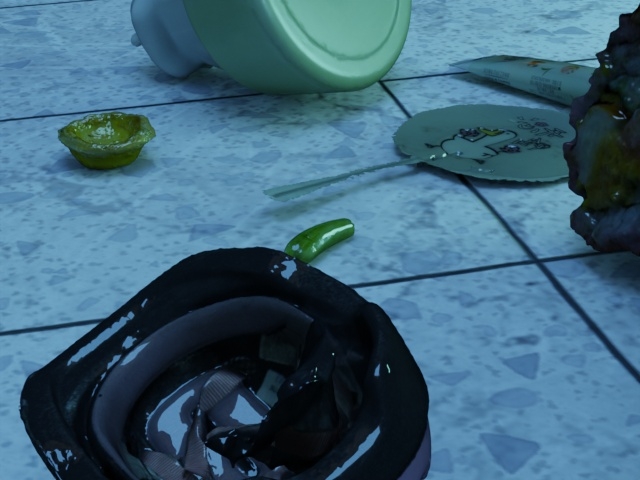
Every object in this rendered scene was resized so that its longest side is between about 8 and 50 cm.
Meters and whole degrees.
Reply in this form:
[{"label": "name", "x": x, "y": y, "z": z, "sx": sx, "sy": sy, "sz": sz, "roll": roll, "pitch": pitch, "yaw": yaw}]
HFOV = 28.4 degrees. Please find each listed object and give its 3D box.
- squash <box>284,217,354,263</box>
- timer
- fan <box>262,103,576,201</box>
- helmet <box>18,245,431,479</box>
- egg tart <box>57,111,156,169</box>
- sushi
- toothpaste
[{"label": "squash", "x": -0.001, "y": -0.001, "z": 1.099, "sx": 0.027, "sy": 0.027, "sz": 0.089, "roll": 15, "pitch": 29, "yaw": 31}, {"label": "timer", "x": -0.097, "y": -0.286, "z": 1.490, "sx": 0.315, "sy": 0.290, "sz": 0.291, "roll": -11, "pitch": 14, "yaw": 41}, {"label": "fan", "x": 0.120, "y": -0.084, "z": 1.275, "sx": 0.415, "sy": 0.012, "sz": 0.233, "roll": -14, "pitch": 27, "yaw": -30}, {"label": "helmet", "x": -0.041, "y": 0.115, "z": 0.722, "sx": 0.198, "sy": 0.154, "sz": 0.253, "roll": -40, "pitch": 22, "yaw": -24}, {"label": "egg tart", "x": -0.220, "y": -0.101, "z": 1.302, "sx": 0.105, "sy": 0.039, "sz": 0.105, "roll": -1, "pitch": 25, "yaw": 1}, {"label": "sushi", "x": 0.325, "y": -0.070, "z": 1.005, "sx": 0.171, "sy": 0.236, "sz": 0.270, "roll": 7, "pitch": -9, "yaw": -27}, {"label": "toothpaste", "x": 0.277, "y": -0.177, "z": 1.418, "sx": 0.314, "sy": 0.058, "sz": 0.056, "roll": 25, "pitch": 80, "yaw": 49}]
